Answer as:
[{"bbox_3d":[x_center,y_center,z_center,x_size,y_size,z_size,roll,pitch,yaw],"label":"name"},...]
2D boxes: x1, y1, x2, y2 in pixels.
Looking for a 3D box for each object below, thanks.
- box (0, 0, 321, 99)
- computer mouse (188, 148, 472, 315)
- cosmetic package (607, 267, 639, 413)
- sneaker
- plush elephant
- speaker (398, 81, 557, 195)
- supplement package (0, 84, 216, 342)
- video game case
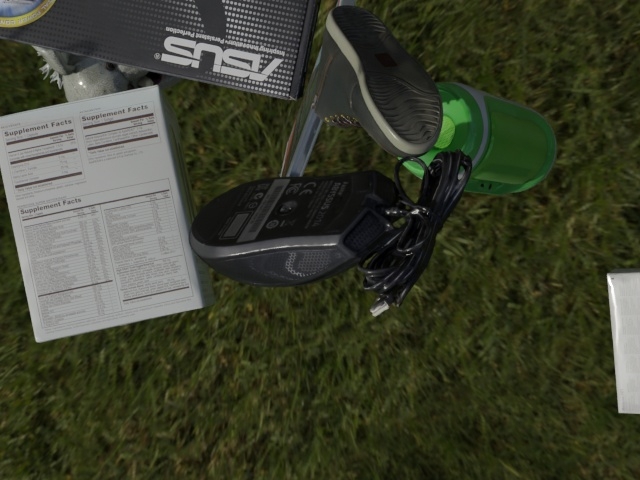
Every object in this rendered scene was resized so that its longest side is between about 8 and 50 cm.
[{"bbox_3d":[-0.123,-0.230,0.669,0.270,0.060,0.216,13,101,1],"label":"box"},{"bbox_3d":[0.000,0.000,0.886,0.272,0.188,0.072,0,131,33],"label":"computer mouse"},{"bbox_3d":[0.540,0.166,1.594,0.099,0.060,0.239,-3,97,29],"label":"cosmetic package"},{"bbox_3d":[0.057,-0.139,1.015,0.083,0.222,0.118,-4,137,-21],"label":"sneaker"},{"bbox_3d":[-0.312,-0.293,1.493,0.330,0.255,0.272,-32,131,14],"label":"plush elephant"},{"bbox_3d":[0.209,-0.129,1.259,0.131,0.296,0.131,-1,89,33],"label":"speaker"},{"bbox_3d":[-0.255,-0.027,1.180,0.198,0.199,0.262,-12,88,-3],"label":"supplement package"},{"bbox_3d":[-0.010,-0.200,1.411,0.025,0.204,0.285,17,128,-7],"label":"video game case"}]
